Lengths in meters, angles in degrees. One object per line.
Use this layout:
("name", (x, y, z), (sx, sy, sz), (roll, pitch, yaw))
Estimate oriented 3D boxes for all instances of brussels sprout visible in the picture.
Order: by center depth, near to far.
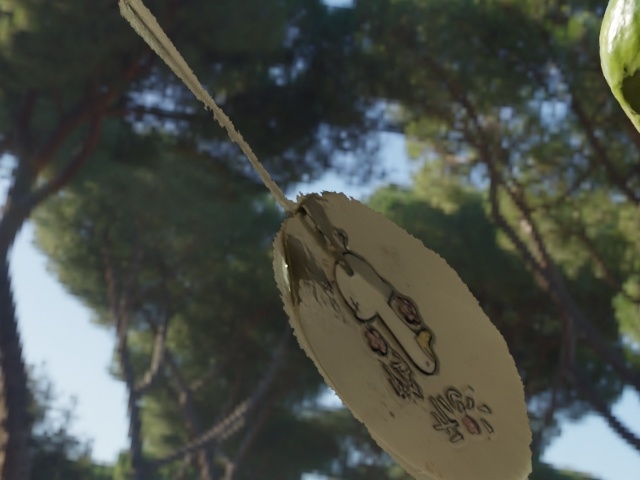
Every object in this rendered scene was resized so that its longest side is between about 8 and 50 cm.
("brussels sprout", (0.316, -0.163, 1.291), (0.161, 0.181, 0.144), (-23, -11, 11))

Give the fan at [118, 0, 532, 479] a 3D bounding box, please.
("fan", (0.001, 0.000, 0.996), (0.415, 0.012, 0.233), (54, -30, 2))
